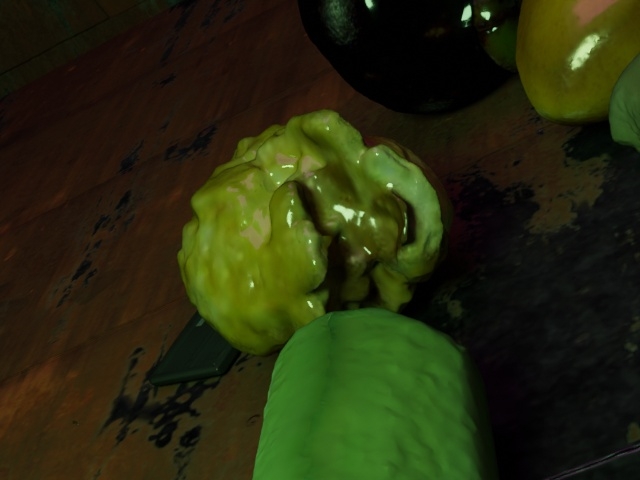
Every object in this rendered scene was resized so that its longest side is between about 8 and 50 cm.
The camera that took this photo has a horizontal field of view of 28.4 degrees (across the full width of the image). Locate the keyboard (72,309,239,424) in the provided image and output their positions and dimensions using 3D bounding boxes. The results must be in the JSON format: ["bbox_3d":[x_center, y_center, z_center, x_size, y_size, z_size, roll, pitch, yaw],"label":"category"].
[{"bbox_3d":[-0.092,0.071,1.183,0.103,0.041,0.381,-14,22,37],"label":"keyboard"}]

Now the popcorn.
[{"bbox_3d":[0.001,-0.004,1.027,0.190,0.191,0.253,-6,1,-45],"label":"popcorn"}]

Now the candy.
[{"bbox_3d":[0.032,0.163,0.690,0.132,0.142,0.343,-17,26,12],"label":"candy"}]

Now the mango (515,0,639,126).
[{"bbox_3d":[0.291,-0.237,1.135,0.350,0.201,0.199,-50,-12,-29],"label":"mango"}]

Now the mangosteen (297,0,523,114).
[{"bbox_3d":[0.127,-0.266,1.313,0.287,0.233,0.287,-6,65,14],"label":"mangosteen"}]

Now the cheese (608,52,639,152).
[{"bbox_3d":[0.324,-0.115,0.957,0.175,0.091,0.202,-34,22,-1],"label":"cheese"}]
